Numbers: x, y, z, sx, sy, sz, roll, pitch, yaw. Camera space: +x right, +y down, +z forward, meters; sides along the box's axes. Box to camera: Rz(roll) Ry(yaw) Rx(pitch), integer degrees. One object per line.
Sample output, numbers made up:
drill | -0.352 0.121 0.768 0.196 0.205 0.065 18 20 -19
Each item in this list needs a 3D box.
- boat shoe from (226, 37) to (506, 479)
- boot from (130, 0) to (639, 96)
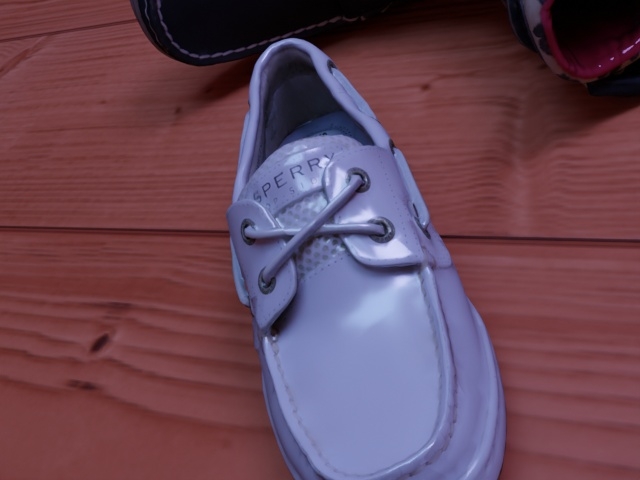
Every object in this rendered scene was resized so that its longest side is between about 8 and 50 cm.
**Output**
boat shoe | 0.000 0.000 0.412 0.098 0.096 0.277 -24 37 6
boot | 0.077 -0.175 0.541 0.378 0.138 0.284 -24 37 -2
